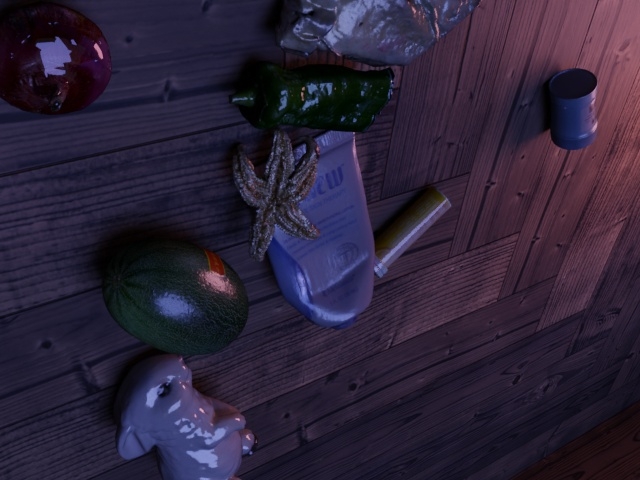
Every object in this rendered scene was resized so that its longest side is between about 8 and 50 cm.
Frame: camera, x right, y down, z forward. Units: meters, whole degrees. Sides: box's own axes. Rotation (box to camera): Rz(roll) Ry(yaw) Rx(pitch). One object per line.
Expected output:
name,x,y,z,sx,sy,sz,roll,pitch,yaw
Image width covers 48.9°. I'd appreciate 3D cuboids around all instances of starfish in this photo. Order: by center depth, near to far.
starfish,-0.069,-0.067,1.191,0.216,0.071,0.238,20,107,-25

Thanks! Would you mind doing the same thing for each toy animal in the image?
toy animal,-0.281,0.373,1.382,0.258,0.194,0.357,-24,126,14

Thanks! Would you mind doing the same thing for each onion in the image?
onion,-0.318,-0.201,0.846,0.150,0.140,0.150,-20,136,-20

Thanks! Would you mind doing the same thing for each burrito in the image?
burrito,0.089,-0.350,1.094,0.347,0.107,0.175,-5,143,-35

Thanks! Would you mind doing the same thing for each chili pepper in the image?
chili pepper,-0.022,-0.224,1.108,0.270,0.136,0.099,-3,81,-34

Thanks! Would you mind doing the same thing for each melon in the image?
melon,-0.225,0.097,1.160,0.182,0.182,0.287,-48,139,5

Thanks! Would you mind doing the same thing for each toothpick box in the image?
toothpick box,0.555,-0.286,1.543,0.101,0.101,0.153,-35,140,-10

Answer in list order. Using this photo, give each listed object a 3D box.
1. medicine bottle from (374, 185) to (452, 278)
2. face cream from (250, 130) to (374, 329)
medicine bottle,0.178,-0.020,1.487,0.218,0.074,0.074,-44,141,-3
face cream,0.000,0.000,1.344,0.235,0.137,0.420,-27,127,-17
